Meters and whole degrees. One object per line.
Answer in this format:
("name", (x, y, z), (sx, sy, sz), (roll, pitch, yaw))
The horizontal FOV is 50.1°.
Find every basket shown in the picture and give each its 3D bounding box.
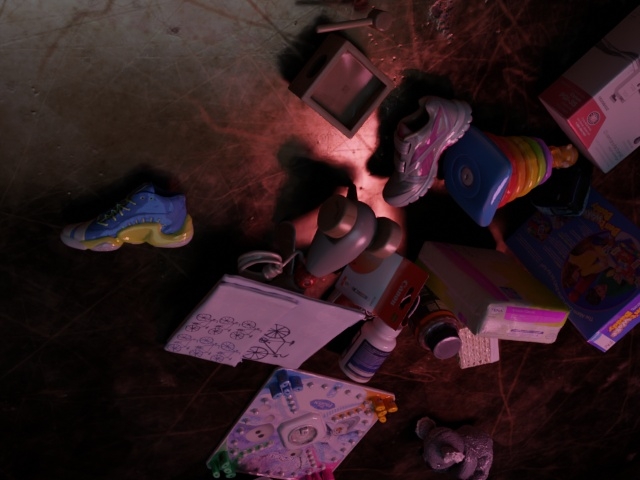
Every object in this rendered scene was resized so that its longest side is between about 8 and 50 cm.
("basket", (0.377, 0.229, 1.723), (0.103, 0.113, 0.167), (-18, 129, -4))

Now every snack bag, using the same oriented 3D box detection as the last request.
("snack bag", (-0.125, 0.198, 1.487), (0.343, 0.037, 0.323), (18, 139, -27))

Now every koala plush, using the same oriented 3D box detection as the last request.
("koala plush", (0.371, 0.599, 1.962), (0.203, 0.196, 0.221), (-49, 127, 4))

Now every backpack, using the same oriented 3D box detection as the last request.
("backpack", (0.535, -0.102, 1.526), (0.084, 0.114, 0.104), (31, 72, -37))

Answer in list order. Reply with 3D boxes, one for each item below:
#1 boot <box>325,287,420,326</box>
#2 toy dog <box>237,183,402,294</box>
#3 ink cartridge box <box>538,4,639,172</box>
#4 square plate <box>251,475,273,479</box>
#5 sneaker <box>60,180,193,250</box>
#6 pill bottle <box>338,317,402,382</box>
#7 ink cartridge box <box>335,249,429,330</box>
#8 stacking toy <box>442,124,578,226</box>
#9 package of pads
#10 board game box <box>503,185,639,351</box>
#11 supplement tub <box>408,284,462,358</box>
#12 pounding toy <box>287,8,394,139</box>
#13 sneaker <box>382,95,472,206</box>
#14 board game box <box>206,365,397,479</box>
("boot", (0.109, 0.160, 1.533), (0.244, 0.176, 0.088), (-44, 130, 17))
("toy dog", (0.000, 0.000, 1.419), (0.334, 0.160, 0.220), (-23, 134, 17))
("ink cartridge box", (0.626, -0.312, 1.404), (0.283, 0.117, 0.207), (-43, 128, 14))
("square plate", (-0.216, 0.774, 1.924), (0.344, 0.049, 0.347), (-26, 135, 10))
("sneaker", (-0.360, -0.051, 1.278), (0.240, 0.091, 0.126), (-3, 108, -18))
("pill bottle", (0.124, 0.255, 1.661), (0.094, 0.094, 0.169), (18, 118, -30))
("ink cartridge box", (0.126, 0.086, 1.464), (0.045, 0.179, 0.145), (19, 104, -44))
("stacking toy", (0.425, -0.161, 1.439), (0.302, 0.165, 0.175), (-14, 139, -24))
("package of pads", (0.373, 0.107, 1.511), (0.229, 0.296, 0.101), (8, 113, -25))
("board game box", (0.590, 0.037, 1.504), (0.078, 0.347, 0.233), (29, 112, -35))
("supplement tub", (0.254, 0.182, 1.587), (0.106, 0.197, 0.106), (-10, 128, -12))
("pounding toy", (0.040, -0.321, 1.208), (0.181, 0.094, 0.206), (34, 99, -31))
("sneaker", (0.185, -0.185, 1.360), (0.111, 0.103, 0.252), (21, 110, -27))
("board game box", (-0.045, 0.520, 1.828), (0.390, 0.050, 0.390), (21, 116, -31))
